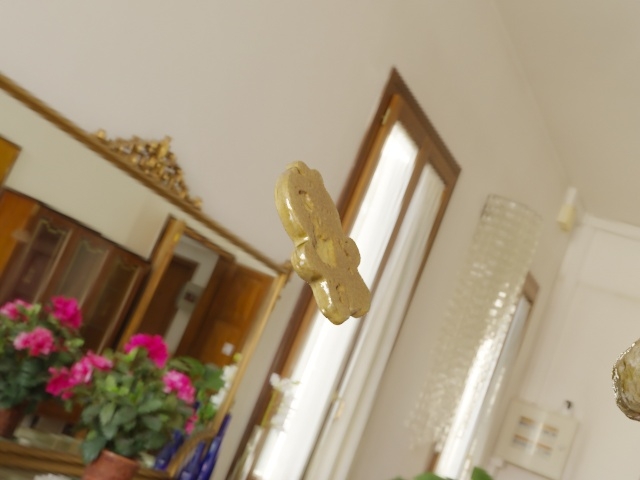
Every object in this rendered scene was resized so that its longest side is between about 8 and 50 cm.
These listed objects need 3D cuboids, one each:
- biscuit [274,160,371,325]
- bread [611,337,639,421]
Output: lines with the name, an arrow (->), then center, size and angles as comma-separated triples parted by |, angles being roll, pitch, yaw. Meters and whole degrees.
biscuit -> -0.003, 0.001, 1.227 | 0.035, 0.248, 0.184 | -25, -5, 25
bread -> 0.468, 0.165, 1.034 | 0.230, 0.122, 0.230 | 6, -18, 2
